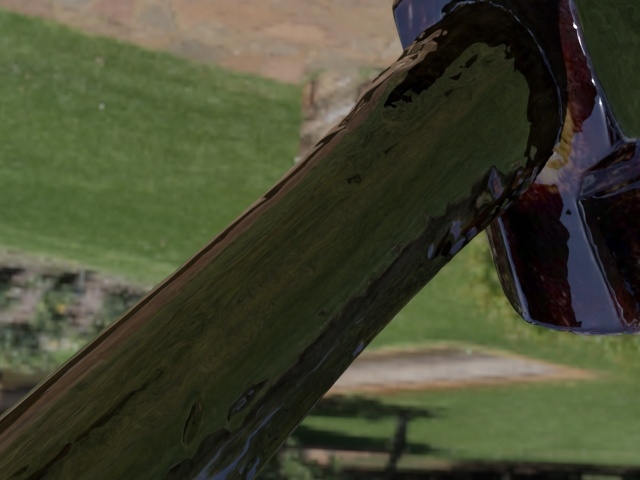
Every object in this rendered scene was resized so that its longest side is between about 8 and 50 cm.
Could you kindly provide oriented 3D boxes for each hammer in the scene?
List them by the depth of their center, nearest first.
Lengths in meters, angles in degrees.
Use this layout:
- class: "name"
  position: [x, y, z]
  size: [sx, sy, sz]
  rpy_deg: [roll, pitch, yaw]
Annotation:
- class: "hammer"
  position: [0.000, 0.000, 0.415]
  size: [0.095, 0.242, 0.409]
  rpy_deg: [1, -147, 43]
